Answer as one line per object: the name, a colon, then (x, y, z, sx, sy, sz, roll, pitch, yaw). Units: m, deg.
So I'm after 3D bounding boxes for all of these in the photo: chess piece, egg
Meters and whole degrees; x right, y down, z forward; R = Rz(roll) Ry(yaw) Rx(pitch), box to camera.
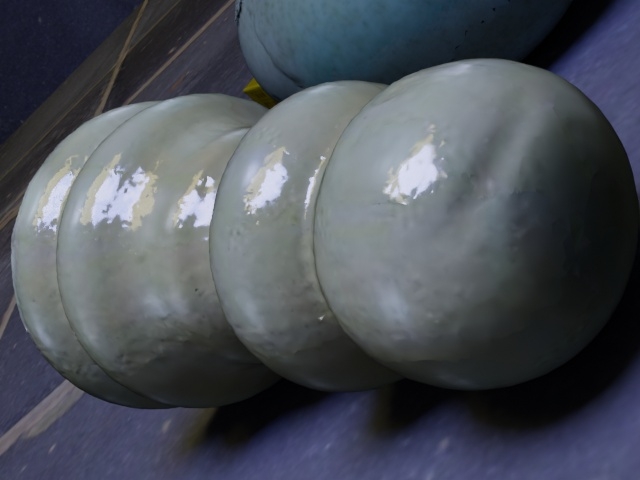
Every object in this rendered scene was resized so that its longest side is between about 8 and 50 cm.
chess piece: (0.000, 0.000, 0.530, 0.330, 0.182, 0.182, -5, 46, 53)
egg: (0.052, -0.162, 0.677, 0.236, 0.169, 0.169, -35, 24, 24)

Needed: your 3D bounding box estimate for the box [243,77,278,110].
box: (0.046, -0.179, 0.914, 0.153, 0.041, 0.279, -52, 20, -16)
